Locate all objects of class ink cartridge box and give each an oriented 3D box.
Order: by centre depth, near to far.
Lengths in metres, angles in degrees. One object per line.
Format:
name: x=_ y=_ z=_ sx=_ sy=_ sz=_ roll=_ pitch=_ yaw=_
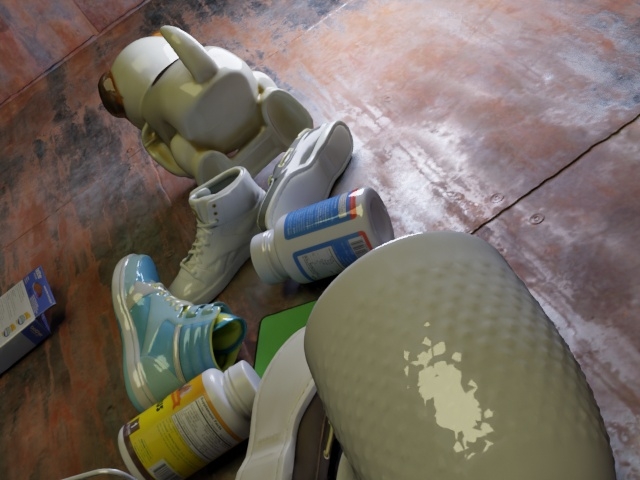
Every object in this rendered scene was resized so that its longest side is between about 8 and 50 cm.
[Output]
ink cartridge box: x=-0.680 y=0.203 z=1.776 sx=0.311 sy=0.065 sz=0.186 roll=-42 pitch=36 yaw=-4

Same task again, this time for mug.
mug: x=0.134 y=0.230 z=0.942 sx=0.374 sy=0.276 sz=0.328 roll=-56 pitch=36 yaw=24

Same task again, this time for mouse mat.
mouse mat: x=-0.023 y=0.154 z=1.343 sx=0.190 sy=0.007 sz=0.152 roll=-20 pitch=39 yaw=22

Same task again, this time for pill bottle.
pill bottle: x=-0.181 y=0.269 z=1.244 sx=0.215 sy=0.117 sz=0.117 roll=-34 pitch=36 yaw=2
pill bottle: x=0.000 y=0.000 z=1.398 sx=0.222 sy=0.124 sz=0.124 roll=-18 pitch=39 yaw=22

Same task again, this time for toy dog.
toy dog: x=-0.290 y=-0.282 z=1.747 sx=0.408 sy=0.395 sz=0.284 roll=31 pitch=80 yaw=43

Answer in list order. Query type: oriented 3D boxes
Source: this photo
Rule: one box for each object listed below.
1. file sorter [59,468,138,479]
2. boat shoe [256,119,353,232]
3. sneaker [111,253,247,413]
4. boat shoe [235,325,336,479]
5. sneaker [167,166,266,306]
file sorter: x=-0.290 y=0.455 z=1.047 sx=0.193 sy=0.173 sz=0.277 roll=-21 pitch=45 yaw=24
boat shoe: x=-0.040 y=-0.111 z=1.575 sx=0.091 sy=0.109 sz=0.305 roll=-3 pitch=41 yaw=38
sneaker: x=-0.231 y=0.126 z=1.425 sx=0.208 sy=0.127 sz=0.319 roll=-27 pitch=55 yaw=11
boat shoe: x=-0.030 y=0.261 z=1.149 sx=0.117 sy=0.097 sz=0.324 roll=-24 pitch=35 yaw=34
sneaker: x=-0.214 y=-0.005 z=1.542 sx=0.292 sy=0.169 sz=0.108 roll=-48 pitch=39 yaw=-14
